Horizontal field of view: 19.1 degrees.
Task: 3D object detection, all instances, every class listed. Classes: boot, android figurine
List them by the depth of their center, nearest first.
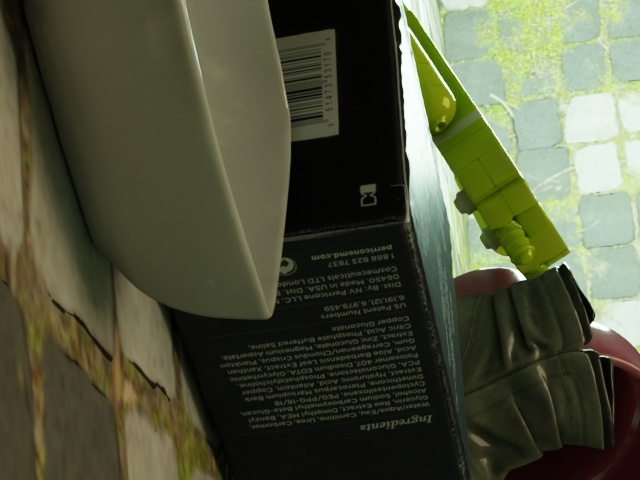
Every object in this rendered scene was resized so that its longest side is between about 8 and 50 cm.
[{"bbox_3d":[0.127,0.144,1.300,0.083,0.161,0.247,19,63,-81],"label":"boot"},{"bbox_3d":[0.115,-0.071,1.500,0.273,0.056,0.248,62,8,33],"label":"android figurine"}]

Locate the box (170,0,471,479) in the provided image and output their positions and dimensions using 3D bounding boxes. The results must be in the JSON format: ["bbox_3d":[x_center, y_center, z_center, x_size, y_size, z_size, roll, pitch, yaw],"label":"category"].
[{"bbox_3d":[0.000,0.000,0.734,0.156,0.093,0.158,-91,169,-46],"label":"box"}]

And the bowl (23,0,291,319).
[{"bbox_3d":[-0.048,-0.058,0.580,0.142,0.053,0.142,-88,168,-56],"label":"bowl"}]

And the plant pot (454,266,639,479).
[{"bbox_3d":[0.155,0.121,1.507,0.180,0.201,0.201,-114,-171,-55],"label":"plant pot"}]
